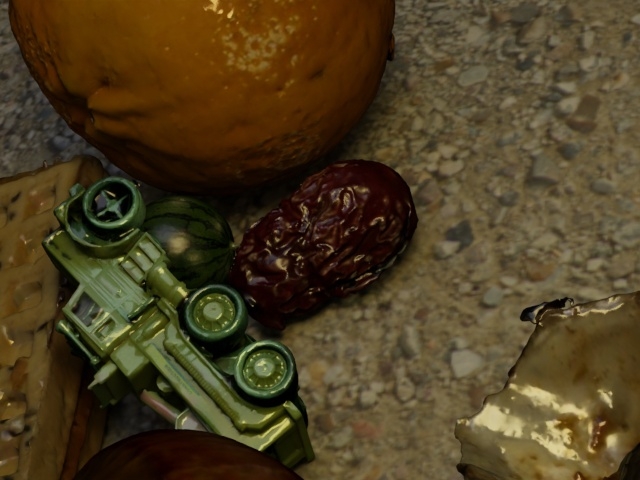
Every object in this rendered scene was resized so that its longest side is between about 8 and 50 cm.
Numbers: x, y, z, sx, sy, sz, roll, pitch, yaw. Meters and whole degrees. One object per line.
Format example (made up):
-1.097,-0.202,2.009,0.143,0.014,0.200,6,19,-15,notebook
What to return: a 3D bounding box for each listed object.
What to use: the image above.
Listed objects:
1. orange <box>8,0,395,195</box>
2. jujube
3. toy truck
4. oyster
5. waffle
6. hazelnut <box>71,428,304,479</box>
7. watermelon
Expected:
-0.107,-0.193,1.447,0.293,0.340,0.340,-42,43,-23,orange
-0.002,-0.003,1.380,0.166,0.104,0.104,-30,41,-4,jujube
-0.124,0.078,1.276,0.135,0.128,0.259,-36,66,-11,toy truck
0.243,0.080,1.149,0.337,0.133,0.198,-38,40,-17,oyster
-0.301,0.106,1.406,0.261,0.114,0.376,-11,43,15,waffle
-0.073,0.216,1.111,0.218,0.218,0.234,-32,41,-7,hazelnut
-0.116,0.009,1.427,0.109,0.109,0.109,-14,42,13,watermelon
